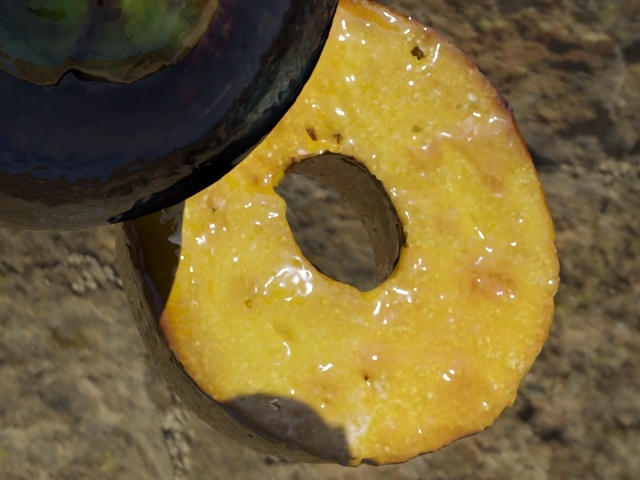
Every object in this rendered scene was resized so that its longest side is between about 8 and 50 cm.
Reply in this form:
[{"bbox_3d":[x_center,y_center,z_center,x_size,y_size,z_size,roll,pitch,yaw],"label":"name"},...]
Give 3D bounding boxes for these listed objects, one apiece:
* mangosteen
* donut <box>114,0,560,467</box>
[{"bbox_3d":[-0.138,-0.150,0.753,0.300,0.300,0.300,-7,110,-21],"label":"mangosteen"},{"bbox_3d":[0.000,0.000,0.991,0.303,0.110,0.303,8,69,-21],"label":"donut"}]
